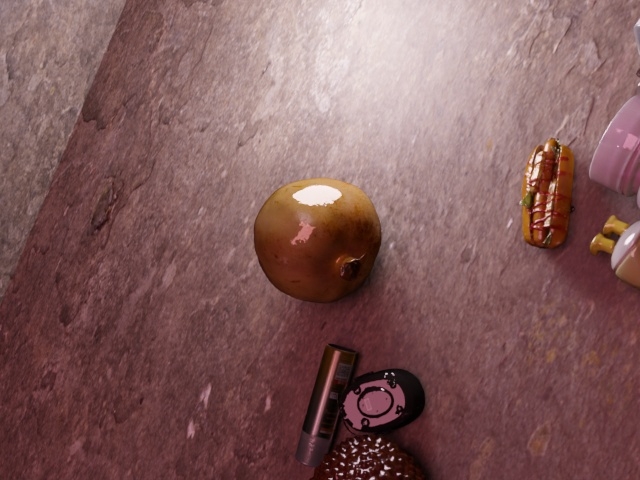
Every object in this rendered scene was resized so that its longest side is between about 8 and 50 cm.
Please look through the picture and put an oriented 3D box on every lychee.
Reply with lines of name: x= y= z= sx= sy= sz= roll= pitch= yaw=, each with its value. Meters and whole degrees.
lychee: x=0.097 y=0.567 z=1.370 sx=0.275 sy=0.276 sz=0.304 roll=-3 pitch=66 yaw=30

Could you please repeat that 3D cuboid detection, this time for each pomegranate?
pomegranate: x=0.000 y=0.000 z=1.522 sx=0.319 sy=0.319 sz=0.319 roll=-6 pitch=78 yaw=30

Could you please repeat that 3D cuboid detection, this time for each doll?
doll: x=0.665 y=0.059 z=1.225 sx=0.296 sy=0.117 sz=0.141 roll=39 pitch=71 yaw=19

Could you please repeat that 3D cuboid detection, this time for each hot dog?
hot dog: x=0.477 y=-0.106 z=1.367 sx=0.104 sy=0.076 sz=0.250 roll=3 pitch=74 yaw=33

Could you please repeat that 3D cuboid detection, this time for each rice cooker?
rice cooker: x=0.133 y=0.366 z=1.469 sx=0.203 sy=0.118 sz=0.142 roll=-23 pitch=73 yaw=17

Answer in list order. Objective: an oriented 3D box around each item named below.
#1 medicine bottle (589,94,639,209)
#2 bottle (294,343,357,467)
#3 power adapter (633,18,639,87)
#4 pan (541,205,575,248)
medicine bottle: x=0.708 y=-0.108 z=1.165 sx=0.378 sy=0.213 sz=0.213 roll=35 pitch=99 yaw=31
bottle: x=0.013 y=0.397 z=1.557 sx=0.082 sy=0.082 sz=0.286 roll=15 pitch=88 yaw=32
power adapter: x=0.698 y=-0.409 z=1.242 sx=0.124 sy=0.187 sz=0.255 roll=40 pitch=101 yaw=31
pan: x=0.499 y=-0.029 z=1.384 sx=0.115 sy=0.023 sz=0.068 roll=-43 pitch=59 yaw=11
